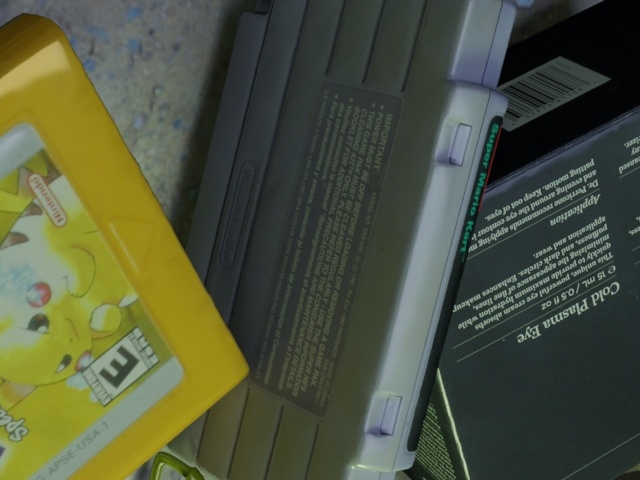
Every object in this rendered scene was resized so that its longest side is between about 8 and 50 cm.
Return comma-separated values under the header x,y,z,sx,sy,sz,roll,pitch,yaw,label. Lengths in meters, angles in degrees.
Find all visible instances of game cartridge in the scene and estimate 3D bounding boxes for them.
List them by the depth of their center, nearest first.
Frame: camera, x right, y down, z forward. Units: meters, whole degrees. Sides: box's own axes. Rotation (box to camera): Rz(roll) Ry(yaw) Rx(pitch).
x,y,z,sx,sy,sz,roll,pitch,yaw,label
-0.219,0.075,0.801,0.323,0.052,0.285,-41,127,-21,game cartridge
0.000,0.000,0.930,0.068,0.230,0.355,8,98,-46,game cartridge

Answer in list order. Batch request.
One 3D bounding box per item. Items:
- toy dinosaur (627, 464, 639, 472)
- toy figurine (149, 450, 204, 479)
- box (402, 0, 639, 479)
x,y,z,sx,sy,sz,roll,pitch,yaw,label
0.170,0.214,1.280,0.313,0.121,0.160,4,92,-35,toy dinosaur
-0.035,0.274,1.138,0.217,0.191,0.363,1,100,-70,toy figurine
0.195,0.017,1.128,0.343,0.179,0.313,-27,121,-15,box
